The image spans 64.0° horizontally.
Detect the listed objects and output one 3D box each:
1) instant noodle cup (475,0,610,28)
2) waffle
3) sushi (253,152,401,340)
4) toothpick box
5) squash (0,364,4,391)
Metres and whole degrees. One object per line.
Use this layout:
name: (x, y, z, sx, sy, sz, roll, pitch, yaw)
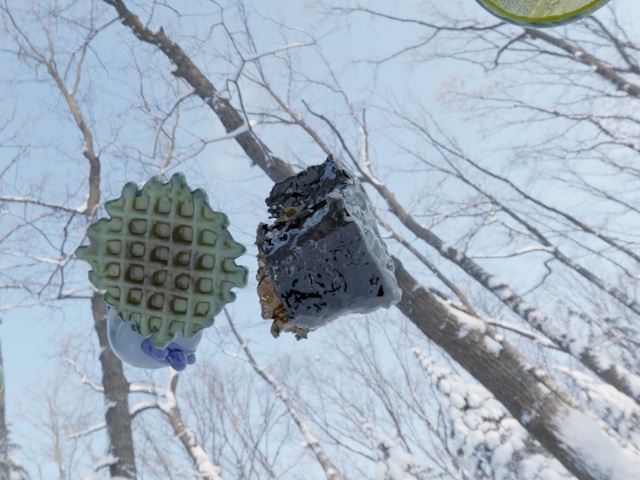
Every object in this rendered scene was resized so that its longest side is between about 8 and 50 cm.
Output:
instant noodle cup: (0.370, -0.514, 0.757, 0.325, 0.326, 0.254, -51, -3, 12)
waffle: (-0.293, 0.034, 0.966, 0.292, 0.309, 0.056, -41, -4, 6)
sushi: (0.000, 0.000, 0.835, 0.208, 0.348, 0.234, -27, -81, 10)
toothpick box: (-0.421, 0.180, 1.329, 0.263, 0.354, 0.262, -11, -53, -15)
squash: (-0.800, 0.319, 1.189, 0.123, 0.187, 0.122, -20, -63, -44)
